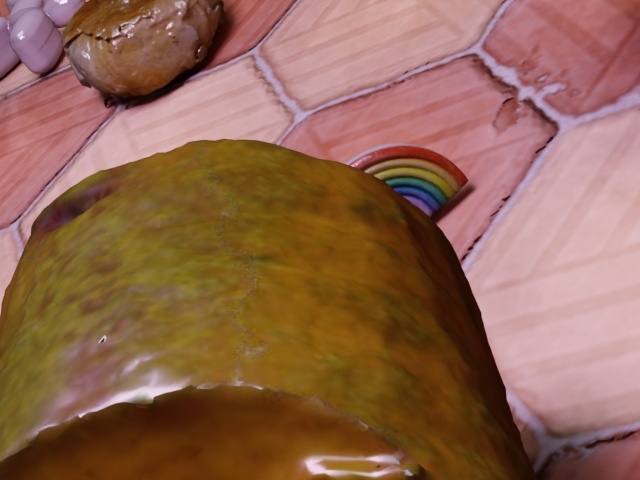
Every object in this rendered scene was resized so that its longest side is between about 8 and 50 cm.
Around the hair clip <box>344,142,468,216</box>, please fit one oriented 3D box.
[{"bbox_3d":[0.000,0.000,0.863,0.188,0.060,0.033,-37,14,8],"label":"hair clip"}]

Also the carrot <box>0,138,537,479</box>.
[{"bbox_3d":[-0.030,0.114,0.566,0.241,0.241,0.341,-29,31,13],"label":"carrot"}]

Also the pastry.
[{"bbox_3d":[-0.156,-0.188,1.244,0.153,0.081,0.153,-28,28,16],"label":"pastry"}]

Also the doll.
[{"bbox_3d":[-0.299,-0.234,1.470,0.161,0.059,0.160,-1,46,45],"label":"doll"}]
